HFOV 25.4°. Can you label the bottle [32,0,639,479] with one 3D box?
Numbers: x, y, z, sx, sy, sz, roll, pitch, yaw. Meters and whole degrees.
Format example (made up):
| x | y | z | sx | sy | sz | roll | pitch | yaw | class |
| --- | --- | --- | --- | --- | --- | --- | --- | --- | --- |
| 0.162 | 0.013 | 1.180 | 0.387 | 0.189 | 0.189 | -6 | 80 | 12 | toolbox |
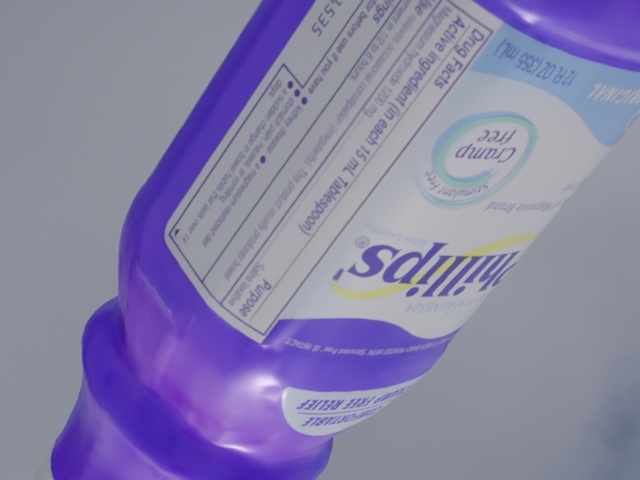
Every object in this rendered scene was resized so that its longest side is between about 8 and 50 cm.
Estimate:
| x | y | z | sx | sy | sz | roll | pitch | yaw | class |
| --- | --- | --- | --- | --- | --- | --- | --- | --- | --- |
| 0.000 | 0.000 | 0.440 | 0.092 | 0.118 | 0.283 | 52 | -60 | 28 | bottle |
